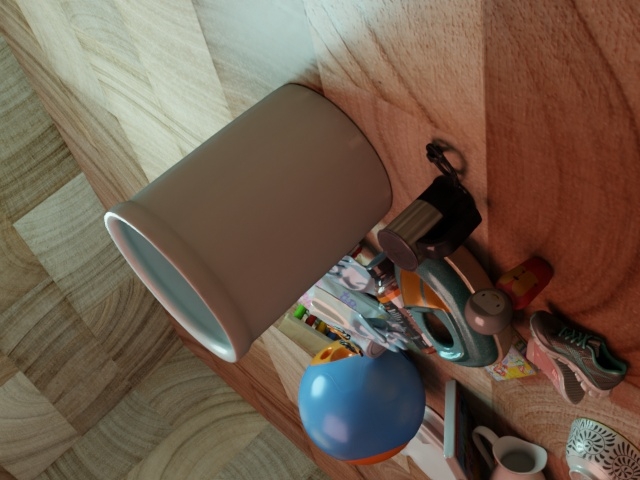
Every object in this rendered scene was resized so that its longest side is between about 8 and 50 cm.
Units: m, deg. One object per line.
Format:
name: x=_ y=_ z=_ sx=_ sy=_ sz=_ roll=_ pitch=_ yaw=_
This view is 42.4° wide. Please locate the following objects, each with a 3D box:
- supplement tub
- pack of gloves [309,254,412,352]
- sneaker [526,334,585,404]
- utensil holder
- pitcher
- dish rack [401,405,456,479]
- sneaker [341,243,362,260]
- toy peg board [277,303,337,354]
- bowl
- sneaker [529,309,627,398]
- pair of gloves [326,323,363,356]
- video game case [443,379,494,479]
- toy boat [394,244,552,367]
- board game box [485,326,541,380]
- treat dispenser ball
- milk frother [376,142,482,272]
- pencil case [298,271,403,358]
supplement tub: x=0.170 y=0.106 z=1.509 sx=0.198 sy=0.106 sz=0.106 roll=50 pitch=160 yaw=-7
pack of gloves: x=0.083 y=0.129 z=1.634 sx=0.232 sy=0.046 sz=0.195 roll=22 pitch=131 yaw=18
sneaker: x=0.381 y=0.203 z=1.341 sx=0.070 sy=0.051 sz=0.134 roll=12 pitch=137 yaw=61
utensil holder: x=-0.116 y=-0.040 z=1.418 sx=0.327 sy=0.385 sz=0.327 roll=40 pitch=159 yaw=19
pitcher: x=0.398 y=0.495 z=1.748 sx=0.178 sy=0.125 sz=0.207 roll=32 pitch=146 yaw=41
dish rack: x=0.310 y=0.566 z=2.131 sx=0.285 sy=0.072 sz=0.333 roll=43 pitch=161 yaw=10
sneaker: x=0.000 y=0.000 z=1.694 sx=0.221 sy=0.087 sz=0.128 roll=14 pitch=140 yaw=59
toy peg board: x=-0.018 y=0.232 z=2.202 sx=0.161 sy=0.079 sz=0.161 roll=31 pitch=160 yaw=0
bowl: x=0.489 y=0.400 z=1.439 sx=0.170 sy=0.080 sz=0.170 roll=41 pitch=160 yaw=18
sneaker: x=0.393 y=0.159 z=1.242 sx=0.166 sy=0.065 sz=0.076 roll=42 pitch=143 yaw=6
pair of gloves: x=0.053 y=0.210 z=1.746 sx=0.074 sy=0.010 sz=0.083 roll=20 pitch=151 yaw=52
video game case: x=0.325 y=0.469 z=1.776 sx=0.025 sy=0.204 sz=0.285 roll=-15 pitch=125 yaw=21
toy boat: x=0.222 y=0.095 z=1.303 sx=0.267 sy=0.148 sz=0.318 roll=57 pitch=157 yaw=-5
board game box: x=0.325 y=0.200 z=1.481 sx=0.103 sy=0.026 sz=0.154 roll=48 pitch=160 yaw=1
treat dispenser ball: x=0.093 y=0.360 z=1.870 sx=0.288 sy=0.288 sz=0.288 roll=41 pitch=159 yaw=19
milk frother: x=0.151 y=-0.050 z=1.218 sx=0.143 sy=0.135 sz=0.129 roll=53 pitch=159 yaw=-12
pencil case: x=0.052 y=0.141 z=1.807 sx=0.273 sy=0.113 sz=0.124 roll=35 pitch=144 yaw=32
